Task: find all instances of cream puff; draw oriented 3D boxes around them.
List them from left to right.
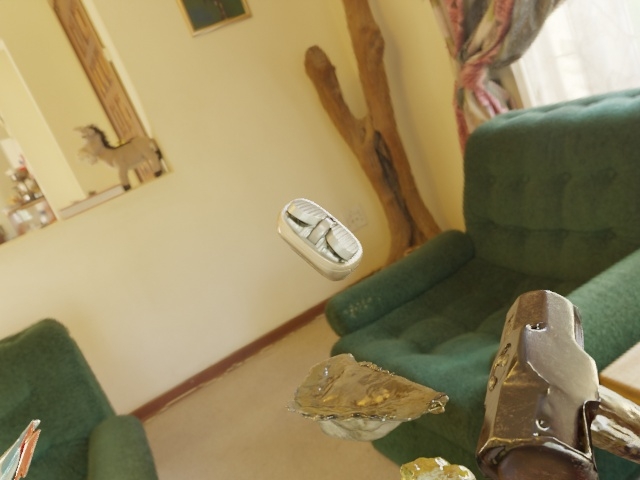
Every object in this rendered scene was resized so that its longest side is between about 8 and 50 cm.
[{"bbox_3d":[0.252,0.576,1.221,0.195,0.194,0.221,-18,20,20],"label":"cream puff"}]

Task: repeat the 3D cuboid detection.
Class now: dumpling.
[{"bbox_3d":[0.041,0.241,0.834,0.166,0.086,0.332,-23,4,-20],"label":"dumpling"}]

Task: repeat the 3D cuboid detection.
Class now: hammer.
[{"bbox_3d":[0.362,0.222,0.593,0.095,0.409,0.242,-65,-5,34],"label":"hammer"}]

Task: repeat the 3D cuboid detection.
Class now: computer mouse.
[{"bbox_3d":[0.000,0.000,0.925,0.082,0.145,0.236,-48,-8,-4],"label":"computer mouse"}]

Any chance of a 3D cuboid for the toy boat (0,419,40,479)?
[{"bbox_3d":[-0.200,0.165,0.330,0.149,0.034,0.105,-22,47,34],"label":"toy boat"}]
